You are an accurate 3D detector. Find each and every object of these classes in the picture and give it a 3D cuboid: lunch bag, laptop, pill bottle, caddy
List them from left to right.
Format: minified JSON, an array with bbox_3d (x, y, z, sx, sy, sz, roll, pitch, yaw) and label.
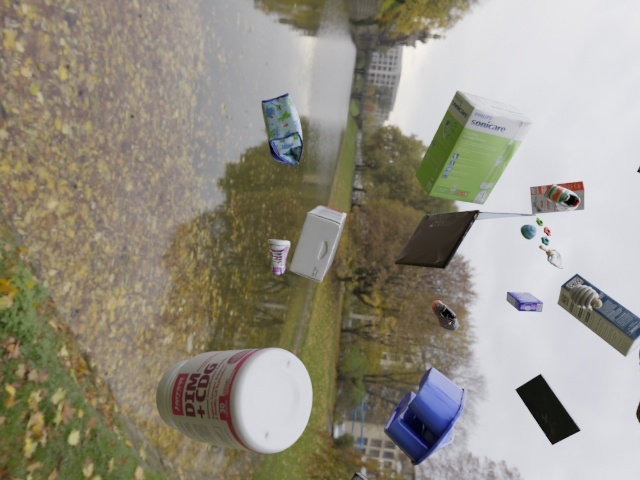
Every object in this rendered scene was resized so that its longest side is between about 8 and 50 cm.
[{"bbox_3d":[-0.164,0.276,0.822,0.160,0.283,0.161,16,67,-42],"label":"pill bottle"},{"bbox_3d":[-0.093,-0.281,1.207,0.151,0.096,0.129,59,17,-71],"label":"lunch bag"},{"bbox_3d":[0.346,0.555,1.458,0.241,0.179,0.341,-54,165,15],"label":"caddy"},{"bbox_3d":[0.575,-0.001,1.897,0.408,0.236,0.382,-56,-165,-11],"label":"laptop"}]

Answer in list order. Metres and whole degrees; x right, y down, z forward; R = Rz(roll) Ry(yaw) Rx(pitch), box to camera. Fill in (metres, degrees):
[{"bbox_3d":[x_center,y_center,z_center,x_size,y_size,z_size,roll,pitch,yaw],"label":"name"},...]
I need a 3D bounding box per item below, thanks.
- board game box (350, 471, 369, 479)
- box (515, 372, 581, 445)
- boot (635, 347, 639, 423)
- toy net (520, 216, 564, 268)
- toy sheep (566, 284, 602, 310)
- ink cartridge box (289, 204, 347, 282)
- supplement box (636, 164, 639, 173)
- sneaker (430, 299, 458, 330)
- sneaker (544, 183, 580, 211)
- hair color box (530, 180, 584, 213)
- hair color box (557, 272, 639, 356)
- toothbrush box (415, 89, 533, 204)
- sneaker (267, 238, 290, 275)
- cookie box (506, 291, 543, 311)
[{"bbox_3d":[0.116,0.878,1.434,0.243,0.165,0.042,-59,141,-8],"label":"board game box"},{"bbox_3d":[0.730,0.534,1.496,0.184,0.103,0.261,58,14,27],"label":"box"},{"bbox_3d":[0.971,0.384,1.335,0.306,0.112,0.115,-71,-158,7],"label":"boot"},{"bbox_3d":[0.943,0.019,1.950,0.232,0.122,0.045,60,-34,11],"label":"toy net"},{"bbox_3d":[0.951,0.203,1.681,0.132,0.091,0.091,32,-56,46],"label":"toy sheep"},{"bbox_3d":[0.000,0.000,1.720,0.306,0.131,0.226,-42,151,-78],"label":"ink cartridge box"},{"bbox_3d":[1.034,-0.236,1.413,0.083,0.056,0.083,-68,-162,3],"label":"supplement box"},{"bbox_3d":[0.435,0.267,1.581,0.061,0.158,0.065,-52,-148,-9],"label":"sneaker"},{"bbox_3d":[0.708,-0.109,1.326,0.057,0.161,0.075,-59,-140,14],"label":"sneaker"},{"bbox_3d":[0.829,-0.149,1.629,0.053,0.167,0.093,-71,147,-42],"label":"hair color box"},{"bbox_3d":[1.215,0.318,2.014,0.347,0.105,0.174,47,-12,39],"label":"hair color box"},{"bbox_3d":[0.438,-0.262,1.354,0.122,0.206,0.283,-107,-149,-47],"label":"toothbrush box"},{"bbox_3d":[-0.197,0.084,2.215,0.282,0.102,0.161,81,13,-79],"label":"sneaker"},{"bbox_3d":[0.767,0.230,1.749,0.107,0.091,0.040,-102,-165,-74],"label":"cookie box"}]
